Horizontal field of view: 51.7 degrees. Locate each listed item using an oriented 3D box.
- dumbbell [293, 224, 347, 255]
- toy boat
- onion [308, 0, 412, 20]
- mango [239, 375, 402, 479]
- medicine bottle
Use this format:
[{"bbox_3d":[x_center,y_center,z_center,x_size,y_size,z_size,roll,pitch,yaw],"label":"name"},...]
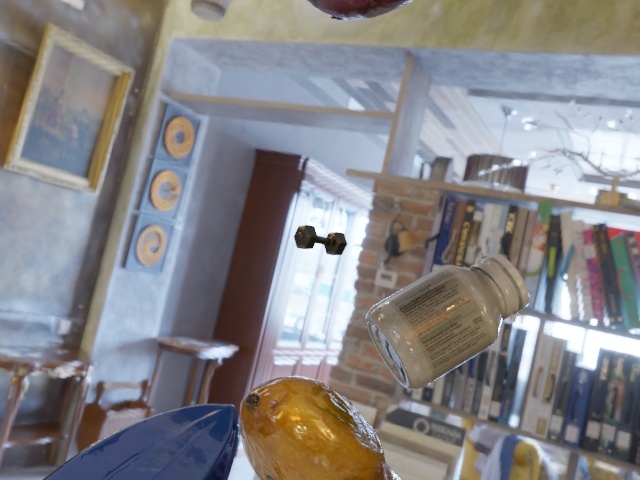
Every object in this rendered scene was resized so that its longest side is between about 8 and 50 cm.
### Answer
[{"bbox_3d":[0.000,0.000,0.997,0.083,0.036,0.040,12,-10,-39],"label":"dumbbell"},{"bbox_3d":[-0.163,0.220,0.487,0.129,0.088,0.295,29,45,23],"label":"toy boat"},{"bbox_3d":[0.051,-0.417,0.856,0.246,0.246,0.190,12,34,15],"label":"onion"},{"bbox_3d":[0.004,0.311,0.928,0.187,0.144,0.359,-5,-45,28],"label":"mango"},{"bbox_3d":[0.186,0.108,0.952,0.215,0.135,0.135,-29,5,-11],"label":"medicine bottle"}]
